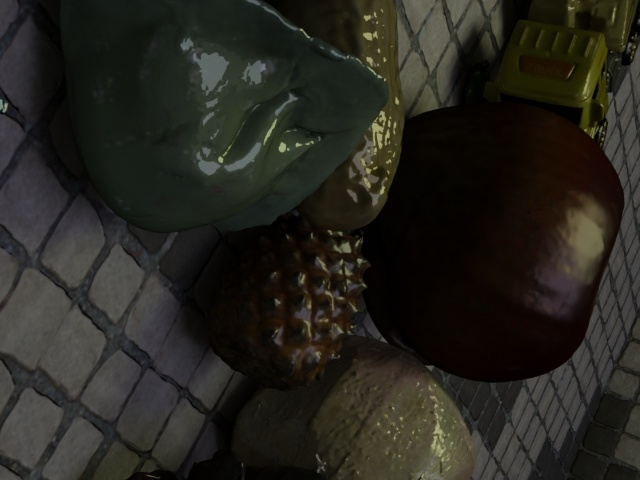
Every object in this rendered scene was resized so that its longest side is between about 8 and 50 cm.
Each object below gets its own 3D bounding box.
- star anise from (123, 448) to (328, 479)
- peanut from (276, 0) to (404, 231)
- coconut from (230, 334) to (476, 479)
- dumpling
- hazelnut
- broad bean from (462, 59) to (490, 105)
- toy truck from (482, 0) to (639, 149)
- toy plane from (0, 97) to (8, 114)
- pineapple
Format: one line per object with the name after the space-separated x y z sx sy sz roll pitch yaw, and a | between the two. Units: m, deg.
-0.132 0.340 1.266 0.332 0.117 0.331 -16 133 -18 | star anise
0.016 -0.162 1.242 0.152 0.152 0.313 11 71 -61 | peanut
0.050 0.267 1.451 0.254 0.297 0.297 -41 140 -31 | coconut
-0.106 -0.138 1.044 0.270 0.211 0.321 -39 169 15 | dumpling
0.213 -0.002 1.525 0.409 0.359 0.359 -59 152 -49 | hazelnut
0.224 -0.150 1.749 0.052 0.053 0.256 10 97 -18 | broad bean
0.391 -0.322 1.765 0.254 0.181 0.405 72 37 -52 | toy truck
-0.302 -0.174 0.800 0.182 0.107 0.273 17 77 -54 | toy plane
0.000 0.000 1.332 0.361 0.175 0.175 -62 150 -21 | pineapple
